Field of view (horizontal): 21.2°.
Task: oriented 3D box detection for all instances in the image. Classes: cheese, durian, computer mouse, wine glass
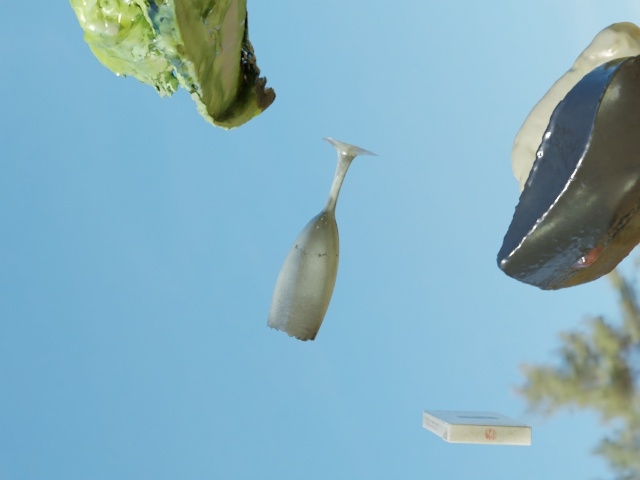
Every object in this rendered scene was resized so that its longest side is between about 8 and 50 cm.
[{"bbox_3d":[0.347,-0.136,2.140,0.093,0.263,0.159,1,-132,-48],"label":"cheese"},{"bbox_3d":[-0.097,-0.164,1.060,0.132,0.107,0.375,-61,-17,-12],"label":"durian"},{"bbox_3d":[0.294,-0.055,1.712,0.168,0.295,0.087,1,-145,-34],"label":"computer mouse"},{"bbox_3d":[0.000,0.000,1.690,0.066,0.066,0.198,19,-92,-63],"label":"wine glass"}]

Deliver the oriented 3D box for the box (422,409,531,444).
[{"bbox_3d":[0.170,0.204,1.876,0.167,0.090,0.024,179,94,-84],"label":"box"}]
